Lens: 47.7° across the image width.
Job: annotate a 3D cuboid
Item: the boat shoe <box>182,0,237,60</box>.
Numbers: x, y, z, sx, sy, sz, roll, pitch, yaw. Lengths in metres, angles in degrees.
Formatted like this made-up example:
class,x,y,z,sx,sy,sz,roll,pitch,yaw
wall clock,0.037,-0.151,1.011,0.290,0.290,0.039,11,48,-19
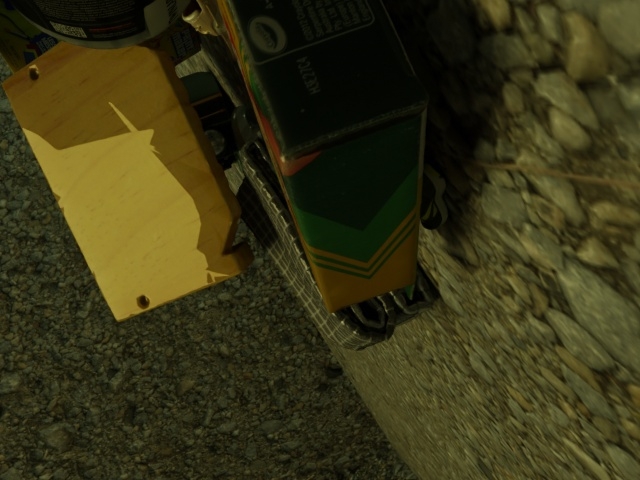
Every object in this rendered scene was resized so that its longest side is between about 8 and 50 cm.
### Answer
class,x,y,z,sx,sy,sz,roll,pitch,yaw
boat shoe,-0.132,-0.268,0.818,0.063,0.059,0.170,50,170,41

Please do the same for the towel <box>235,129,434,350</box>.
class,x,y,z,sx,sy,sz,roll,pitch,yaw
towel,0.000,0.000,0.881,0.284,0.121,0.235,56,172,8

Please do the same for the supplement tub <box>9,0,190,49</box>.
class,x,y,z,sx,sy,sz,roll,pitch,yaw
supplement tub,-0.198,-0.292,0.566,0.207,0.207,0.338,57,173,-4

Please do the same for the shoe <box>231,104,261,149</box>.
class,x,y,z,sx,sy,sz,roll,pitch,yaw
shoe,-0.057,-0.113,1.065,0.219,0.058,0.076,60,-156,8

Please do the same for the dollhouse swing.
class,x,y,z,sx,sy,sz,roll,pitch,yaw
dollhouse swing,-0.217,-0.113,1.042,0.347,0.315,0.305,66,-152,-5

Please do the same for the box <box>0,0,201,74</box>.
class,x,y,z,sx,sy,sz,roll,pitch,yaw
box,-0.393,-0.384,1.163,0.290,0.279,0.177,55,172,7

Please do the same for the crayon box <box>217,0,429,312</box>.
class,x,y,z,sx,sy,sz,roll,pitch,yaw
crayon box,0.001,-0.076,0.519,0.318,0.081,0.202,73,176,-67

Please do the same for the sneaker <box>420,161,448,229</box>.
class,x,y,z,sx,sy,sz,roll,pitch,yaw
sneaker,0.077,-0.030,0.568,0.031,0.035,0.083,53,172,29

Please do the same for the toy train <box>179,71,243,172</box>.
class,x,y,z,sx,sy,sz,roll,pitch,yaw
toy train,-0.229,-0.216,1.451,0.334,0.142,0.190,-174,63,-83
